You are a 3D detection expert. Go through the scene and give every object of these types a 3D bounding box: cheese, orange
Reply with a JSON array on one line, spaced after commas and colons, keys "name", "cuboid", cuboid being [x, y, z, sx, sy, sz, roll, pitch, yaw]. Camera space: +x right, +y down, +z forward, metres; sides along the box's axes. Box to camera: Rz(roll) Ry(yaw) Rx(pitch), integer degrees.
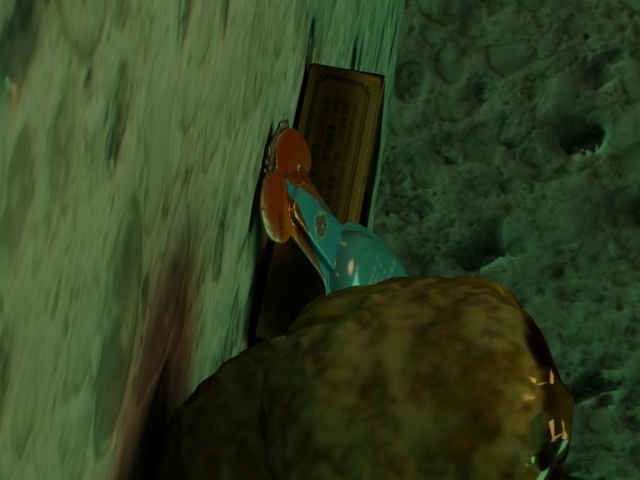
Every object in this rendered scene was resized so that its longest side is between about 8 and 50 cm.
[{"name": "cheese", "cuboid": [0.014, 0.017, 1.402, 0.256, 0.037, 0.106, 54, 43, -45]}, {"name": "orange", "cuboid": [0.008, 0.173, 1.037, 0.271, 0.210, 0.369, -79, 175, -50]}]

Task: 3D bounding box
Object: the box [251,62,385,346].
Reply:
[{"name": "box", "cuboid": [0.000, 0.000, 1.540, 0.159, 0.071, 0.240, 96, 4, -67]}]
